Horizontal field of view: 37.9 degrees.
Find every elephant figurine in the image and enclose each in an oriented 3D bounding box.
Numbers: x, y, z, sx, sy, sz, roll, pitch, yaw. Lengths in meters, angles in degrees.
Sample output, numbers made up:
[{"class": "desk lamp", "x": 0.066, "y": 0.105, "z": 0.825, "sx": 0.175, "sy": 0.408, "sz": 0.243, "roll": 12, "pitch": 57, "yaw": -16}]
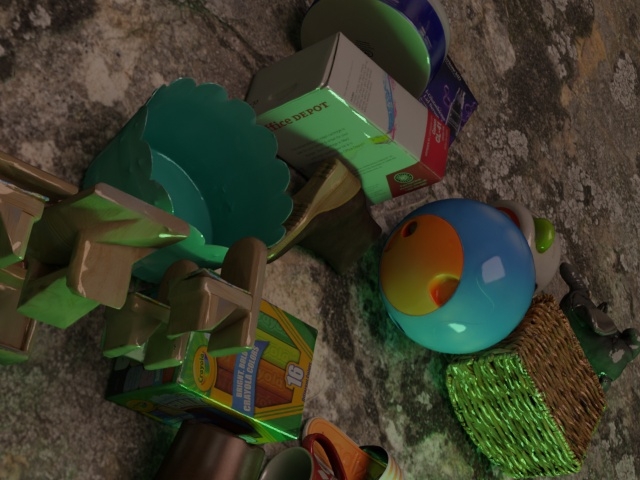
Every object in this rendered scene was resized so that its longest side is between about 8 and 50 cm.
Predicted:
[{"class": "elephant figurine", "x": 0.589, "y": 0.193, "z": 2.091, "sx": 0.169, "sy": 0.186, "sz": 0.239, "roll": -41, "pitch": 96, "yaw": 1}]

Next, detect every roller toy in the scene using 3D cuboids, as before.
[{"class": "roller toy", "x": 0.399, "y": 0.023, "z": 1.963, "sx": 0.146, "sy": 0.209, "sz": 0.191, "roll": 28, "pitch": 98, "yaw": -37}]

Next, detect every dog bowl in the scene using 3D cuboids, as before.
[{"class": "dog bowl", "x": 0.100, "y": -0.372, "z": 1.725, "sx": 0.265, "sy": 0.265, "sz": 0.104, "roll": 50, "pitch": 50, "yaw": -23}]

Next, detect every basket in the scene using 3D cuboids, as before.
[{"class": "basket", "x": 0.404, "y": 0.295, "z": 1.864, "sx": 0.299, "sy": 0.213, "sz": 0.223, "roll": 59, "pitch": 42, "yaw": -14}]

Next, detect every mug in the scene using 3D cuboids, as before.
[{"class": "mug", "x": 0.005, "y": 0.404, "z": 1.485, "sx": 0.169, "sy": 0.113, "sz": 0.150, "roll": 45, "pitch": 75, "yaw": -32}]

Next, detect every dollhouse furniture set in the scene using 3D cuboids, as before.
[{"class": "dollhouse furniture set", "x": -0.313, "y": -0.019, "z": 1.093, "sx": 0.362, "sy": 0.394, "sz": 0.256, "roll": 27, "pitch": 59, "yaw": -38}]

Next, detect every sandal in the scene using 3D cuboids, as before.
[{"class": "sandal", "x": 0.075, "y": 0.392, "z": 1.593, "sx": 0.265, "sy": 0.076, "sz": 0.102, "roll": 43, "pitch": 51, "yaw": -28}]

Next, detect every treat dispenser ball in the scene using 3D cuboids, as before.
[{"class": "treat dispenser ball", "x": 0.250, "y": 0.065, "z": 1.721, "sx": 0.288, "sy": 0.288, "sz": 0.288, "roll": 17, "pitch": 66, "yaw": -42}]

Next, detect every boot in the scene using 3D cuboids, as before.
[{"class": "boot", "x": 0.000, "y": 0.000, "z": 1.632, "sx": 0.248, "sy": 0.090, "sz": 0.207, "roll": -47, "pitch": 133, "yaw": -18}]

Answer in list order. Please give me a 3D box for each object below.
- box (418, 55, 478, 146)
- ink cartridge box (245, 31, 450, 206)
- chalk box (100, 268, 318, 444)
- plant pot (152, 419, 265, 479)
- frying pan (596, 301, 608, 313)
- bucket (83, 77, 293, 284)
[{"class": "box", "x": 0.216, "y": -0.276, "z": 1.928, "sx": 0.153, "sy": 0.108, "sz": 0.207, "roll": 53, "pitch": 47, "yaw": -19}, {"class": "ink cartridge box", "x": 0.047, "y": -0.199, "z": 1.645, "sx": 0.306, "sy": 0.226, "sz": 0.131, "roll": 37, "pitch": 54, "yaw": -33}, {"class": "chalk box", "x": -0.175, "y": 0.164, "z": 1.335, "sx": 0.289, "sy": 0.179, "sz": 0.180, "roll": 32, "pitch": 56, "yaw": -35}, {"class": "plant pot", "x": -0.162, "y": 0.343, "z": 1.275, "sx": 0.167, "sy": 0.167, "sz": 0.165, "roll": 33, "pitch": 69, "yaw": -35}, {"class": "frying pan", "x": 0.585, "y": 0.223, "z": 2.189, "sx": 0.197, "sy": 0.053, "sz": 0.326, "roll": 45, "pitch": 48, "yaw": -26}, {"class": "bucket", "x": -0.195, "y": -0.076, "z": 1.362, "sx": 0.281, "sy": 0.183, "sz": 0.281, "roll": 26, "pitch": 51, "yaw": -37}]
